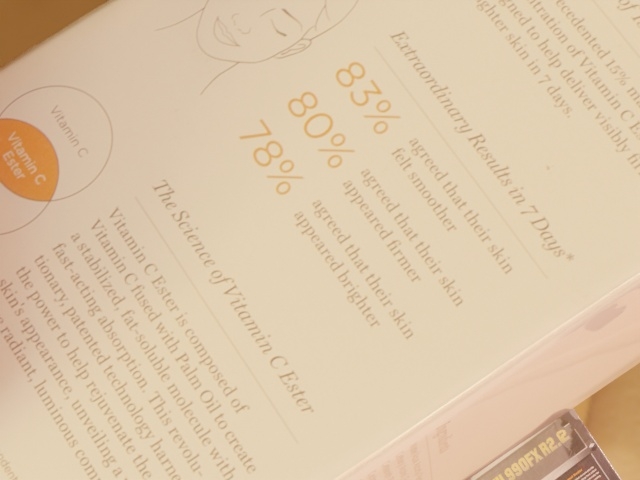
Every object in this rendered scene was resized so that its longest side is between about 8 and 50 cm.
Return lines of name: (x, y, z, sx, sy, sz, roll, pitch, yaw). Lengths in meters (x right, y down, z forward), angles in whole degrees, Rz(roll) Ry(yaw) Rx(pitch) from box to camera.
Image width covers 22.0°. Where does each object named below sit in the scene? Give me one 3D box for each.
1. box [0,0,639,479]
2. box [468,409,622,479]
box: (0.000, 0.000, 0.689, 0.345, 0.168, 0.215, -33, -109, -6)
box: (0.170, 0.277, 1.443, 0.231, 0.183, 0.056, -35, -179, -10)
